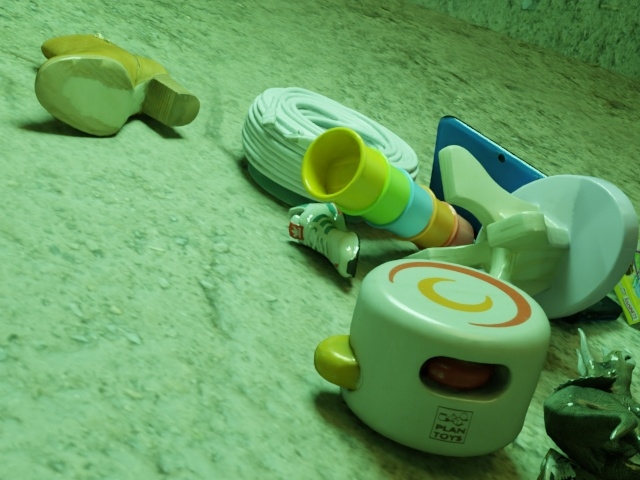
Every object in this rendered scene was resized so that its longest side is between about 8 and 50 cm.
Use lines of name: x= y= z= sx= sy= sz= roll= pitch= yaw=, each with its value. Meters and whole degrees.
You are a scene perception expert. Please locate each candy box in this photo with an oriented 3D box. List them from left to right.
candy box: x=0.480 y=0.054 z=1.771 sx=0.206 sy=0.027 sz=0.105 roll=-27 pitch=96 yaw=-64

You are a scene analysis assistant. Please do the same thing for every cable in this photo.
cable: x=0.014 y=-0.129 z=1.630 sx=0.257 sy=0.089 sz=0.257 roll=20 pitch=21 yaw=-15

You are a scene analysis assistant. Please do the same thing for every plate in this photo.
plate: x=-0.013 y=-0.081 z=1.642 sx=0.188 sy=0.024 sz=0.188 roll=22 pitch=22 yaw=-9

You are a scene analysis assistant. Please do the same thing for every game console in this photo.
game console: x=0.302 y=-0.030 z=1.633 sx=0.293 sy=0.173 sz=0.250 roll=39 pitch=21 yaw=32

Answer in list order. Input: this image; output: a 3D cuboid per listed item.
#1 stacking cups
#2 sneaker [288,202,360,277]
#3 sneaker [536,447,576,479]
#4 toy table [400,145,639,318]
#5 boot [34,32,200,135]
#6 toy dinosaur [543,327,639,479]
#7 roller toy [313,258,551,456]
stacking cups: x=0.104 y=-0.053 z=1.504 sx=0.096 sy=0.096 sz=0.316 roll=42 pitch=11 yaw=38
sneaker: x=0.000 y=0.000 z=1.437 sx=0.075 sy=0.057 sz=0.161 roll=2 pitch=27 yaw=-13
sneaker: x=0.238 y=0.234 z=1.147 sx=0.037 sy=0.032 sz=0.083 roll=28 pitch=22 yaw=11
toy table: x=0.234 y=0.007 z=1.424 sx=0.160 sy=0.274 sz=0.252 roll=1 pitch=64 yaw=-32
boot: x=-0.324 y=-0.226 z=1.569 sx=0.211 sy=0.104 sz=0.295 roll=31 pitch=16 yaw=32
toy dinosaur: x=0.289 y=0.196 z=1.186 sx=0.160 sy=0.121 sz=0.313 roll=24 pitch=14 yaw=21
roller toy: x=0.118 y=0.118 z=1.136 sx=0.191 sy=0.146 sz=0.209 roll=28 pitch=25 yaw=34
